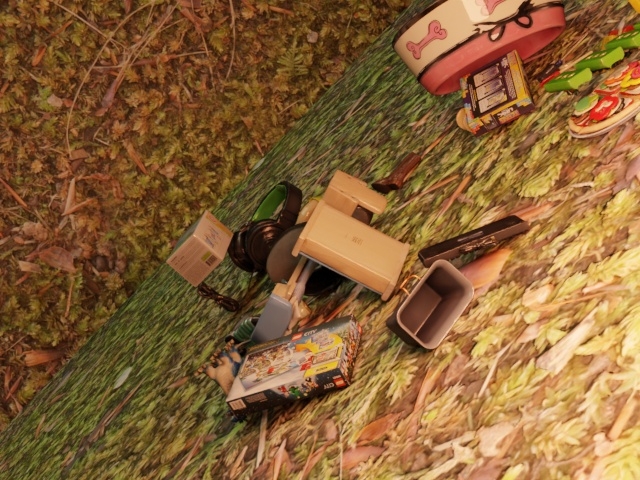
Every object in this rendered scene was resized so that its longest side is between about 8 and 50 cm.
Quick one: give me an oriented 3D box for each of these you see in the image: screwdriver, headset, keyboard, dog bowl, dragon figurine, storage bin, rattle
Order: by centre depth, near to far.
[{"bbox_3d":[0.162,0.104,1.365,0.135,0.098,0.091,-51,6,-22],"label":"storage bin"},{"bbox_3d":[0.251,0.005,1.397,0.180,0.023,0.108,-22,11,2],"label":"keyboard"},{"bbox_3d":[-0.163,0.283,1.725,0.085,0.144,0.289,-45,-4,6],"label":"dragon figurine"},{"bbox_3d":[0.532,-0.398,1.854,0.170,0.024,0.025,-41,44,-12],"label":"screwdriver"},{"bbox_3d":[0.375,-0.472,1.949,0.407,0.151,0.408,-24,-3,-2],"label":"dog bowl"},{"bbox_3d":[0.000,0.000,2.155,0.200,0.142,0.130,-61,-16,-4],"label":"rattle"},{"bbox_3d":[-0.187,0.005,2.326,0.243,0.185,0.394,-14,51,62],"label":"headset"}]

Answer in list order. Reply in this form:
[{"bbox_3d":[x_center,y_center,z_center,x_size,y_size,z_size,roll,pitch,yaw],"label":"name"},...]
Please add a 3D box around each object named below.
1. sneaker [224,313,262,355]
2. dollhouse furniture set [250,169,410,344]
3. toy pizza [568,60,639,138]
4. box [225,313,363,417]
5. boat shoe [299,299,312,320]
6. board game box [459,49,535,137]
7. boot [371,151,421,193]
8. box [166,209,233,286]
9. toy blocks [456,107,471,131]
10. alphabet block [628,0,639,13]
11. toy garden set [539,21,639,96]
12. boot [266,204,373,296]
[{"bbox_3d":[-0.133,0.188,1.915,0.223,0.083,0.098,-25,20,53],"label":"sneaker"},{"bbox_3d":[0.028,0.079,1.736,0.303,0.198,0.286,-62,0,39],"label":"dollhouse furniture set"},{"bbox_3d":[0.514,-0.256,1.492,0.201,0.032,0.201,-41,16,14],"label":"toy pizza"},{"bbox_3d":[-0.045,0.225,1.540,0.233,0.044,0.159,-20,24,23],"label":"box"},{"bbox_3d":[-0.062,0.147,1.889,0.045,0.050,0.135,-41,15,-10],"label":"boat shoe"},{"bbox_3d":[0.380,-0.318,1.846,0.141,0.048,0.170,-25,40,25],"label":"board game box"},{"bbox_3d":[0.187,-0.169,2.096,0.106,0.037,0.114,1,49,51],"label":"boot"},{"bbox_3d":[-0.317,0.018,2.266,0.114,0.103,0.203,-44,13,17],"label":"box"},{"bbox_3d":[0.362,-0.310,1.983,0.123,0.054,0.148,-43,15,5],"label":"toy blocks"},{"bbox_3d":[0.679,-0.587,1.642,0.197,0.192,0.193,-47,14,-14],"label":"alphabet block"},{"bbox_3d":[0.517,-0.327,1.549,0.244,0.049,0.204,-33,10,-4],"label":"toy garden set"},{"bbox_3d":[-0.027,0.049,1.952,0.338,0.118,0.223,-39,21,34],"label":"boot"}]
